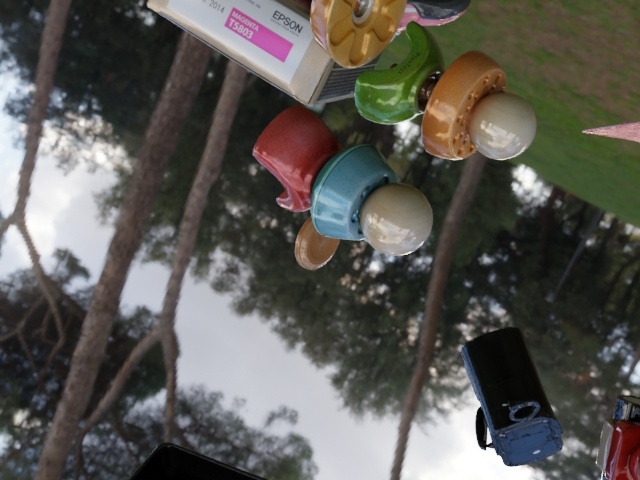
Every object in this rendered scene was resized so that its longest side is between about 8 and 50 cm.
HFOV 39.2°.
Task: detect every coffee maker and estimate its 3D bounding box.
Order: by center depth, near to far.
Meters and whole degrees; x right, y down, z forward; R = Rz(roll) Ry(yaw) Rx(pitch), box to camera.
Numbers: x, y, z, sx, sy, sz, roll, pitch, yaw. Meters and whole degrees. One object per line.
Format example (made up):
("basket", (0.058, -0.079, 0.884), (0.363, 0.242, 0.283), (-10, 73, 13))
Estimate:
("coffee maker", (0.291, 0.221, 1.352), (0.120, 0.171, 0.178), (-5, -134, -9))

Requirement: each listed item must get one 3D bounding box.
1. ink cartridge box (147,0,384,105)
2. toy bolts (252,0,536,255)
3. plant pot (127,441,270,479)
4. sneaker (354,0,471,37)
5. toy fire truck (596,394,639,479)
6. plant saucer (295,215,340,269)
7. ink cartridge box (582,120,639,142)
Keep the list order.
("ink cartridge box", (-0.056, -0.262, 1.083), (0.235, 0.088, 0.193), (34, -159, 10))
("toy bolts", (0.066, -0.103, 0.754), (0.158, 0.228, 0.218), (33, 168, 31))
("plant pot", (-0.127, 0.350, 0.913), (0.188, 0.167, 0.188), (15, -143, 23))
("sneaker", (0.080, -0.318, 1.225), (0.314, 0.116, 0.136), (17, 149, 39))
("toy fire truck", (0.451, 0.251, 1.000), (0.217, 0.158, 0.246), (10, -175, 0))
("plant saucer", (0.000, 0.000, 1.178), (0.013, 0.083, 0.083), (26, -170, 36))
("ink cartridge box", (0.511, -0.047, 0.925), (0.385, 0.091, 0.308), (11, 177, -24))
